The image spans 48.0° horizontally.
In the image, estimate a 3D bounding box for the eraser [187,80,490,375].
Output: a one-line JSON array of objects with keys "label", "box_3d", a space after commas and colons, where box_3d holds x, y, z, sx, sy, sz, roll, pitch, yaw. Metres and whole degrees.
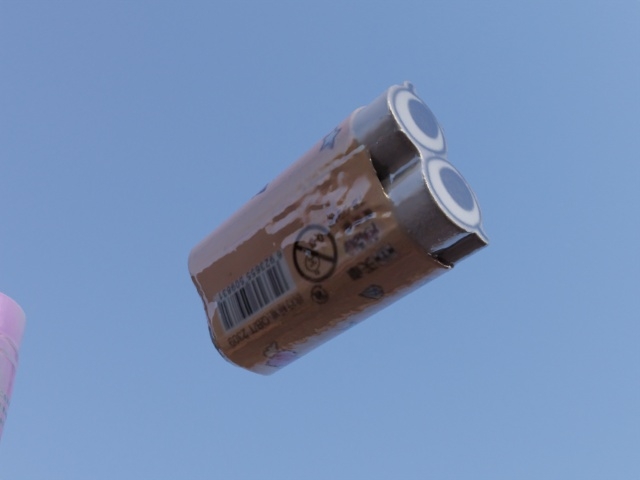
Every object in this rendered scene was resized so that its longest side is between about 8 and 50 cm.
[{"label": "eraser", "box_3d": [0.000, 0.000, 0.680, 0.290, 0.171, 0.087, -36, -21, 34]}]

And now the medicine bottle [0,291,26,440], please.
[{"label": "medicine bottle", "box_3d": [-0.431, 0.186, 0.807, 0.152, 0.254, 0.152, -2, -38, -2]}]
